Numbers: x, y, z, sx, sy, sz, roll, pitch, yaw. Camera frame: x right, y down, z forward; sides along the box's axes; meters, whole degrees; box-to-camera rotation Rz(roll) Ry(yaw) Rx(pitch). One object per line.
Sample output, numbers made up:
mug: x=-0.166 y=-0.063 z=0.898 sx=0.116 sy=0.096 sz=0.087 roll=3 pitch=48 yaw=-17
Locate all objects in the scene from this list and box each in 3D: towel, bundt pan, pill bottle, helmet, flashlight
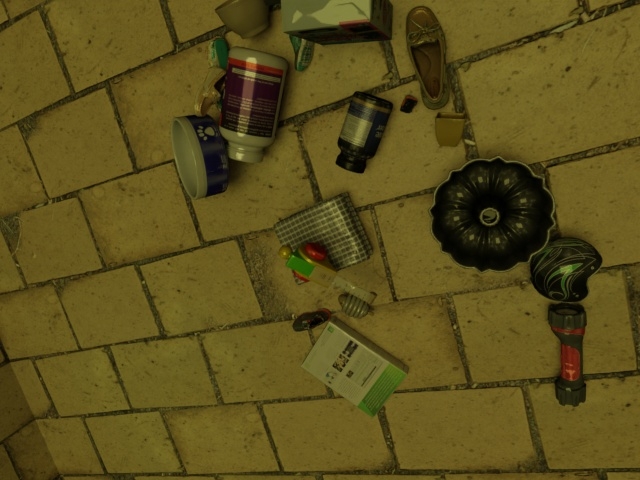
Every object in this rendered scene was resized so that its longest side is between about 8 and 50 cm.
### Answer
towel: x=0.000 y=0.000 z=1.469 sx=0.283 sy=0.121 sz=0.235 roll=-23 pitch=96 yaw=24
bundt pan: x=0.479 y=-0.081 z=1.278 sx=0.330 sy=0.124 sz=0.331 roll=6 pitch=108 yaw=18
pill bottle: x=0.122 y=-0.318 z=1.335 sx=0.122 sy=0.123 sz=0.219 roll=24 pitch=112 yaw=11
helmet: x=0.669 y=0.071 z=1.235 sx=0.169 sy=0.169 sz=0.162 roll=4 pitch=123 yaw=18
pill bottle: x=-0.213 y=-0.414 z=1.391 sx=0.181 sy=0.181 sz=0.323 roll=18 pitch=110 yaw=14
flashlight: x=0.726 y=0.339 z=1.323 sx=0.103 sy=0.103 sz=0.304 roll=-3 pitch=104 yaw=19

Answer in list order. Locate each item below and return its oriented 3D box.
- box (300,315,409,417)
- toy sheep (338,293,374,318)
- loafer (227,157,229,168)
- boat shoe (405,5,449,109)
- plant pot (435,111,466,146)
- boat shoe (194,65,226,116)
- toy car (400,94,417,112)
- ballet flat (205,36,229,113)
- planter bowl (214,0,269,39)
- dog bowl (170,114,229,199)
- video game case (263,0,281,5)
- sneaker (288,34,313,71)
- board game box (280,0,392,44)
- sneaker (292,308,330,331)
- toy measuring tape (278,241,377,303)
box: x=0.116 y=0.448 z=1.594 sx=0.322 sy=0.058 sz=0.232 roll=34 pitch=113 yaw=9
toy sheep: x=0.120 y=0.218 z=1.512 sx=0.132 sy=0.091 sz=0.091 roll=25 pitch=112 yaw=5
loafer: x=-0.338 y=-0.238 z=1.569 sx=0.045 sy=0.039 sz=0.125 roll=37 pitch=115 yaw=43
boat shoe: x=0.295 y=-0.505 z=1.222 sx=0.104 sy=0.089 sz=0.286 roll=-15 pitch=89 yaw=18
plant pot: x=0.367 y=-0.313 z=1.277 sx=0.081 sy=0.081 sz=0.083 roll=7 pitch=120 yaw=17
boat shoe: x=-0.331 y=-0.453 z=1.376 sx=0.059 sy=0.063 sz=0.170 roll=20 pitch=83 yaw=14
toy car: x=0.294 y=-0.401 z=1.309 sx=0.121 sy=0.060 sz=0.041 roll=2 pitch=62 yaw=2
ballet flat: x=-0.326 y=-0.531 z=1.464 sx=0.077 sy=0.091 sz=0.241 roll=10 pitch=107 yaw=48
planter bowl: x=-0.218 y=-0.674 z=1.344 sx=0.162 sy=0.162 sz=0.109 roll=-14 pitch=126 yaw=22
dog bowl: x=-0.393 y=-0.271 z=1.459 sx=0.265 sy=0.104 sz=0.265 roll=40 pitch=139 yaw=47
video game case: x=-0.004 y=-0.750 z=1.221 sx=0.274 sy=0.035 sz=0.249 roll=3 pitch=65 yaw=18
sneaker: x=-0.063 y=-0.600 z=1.361 sx=0.076 sy=0.065 sz=0.167 roll=20 pitch=108 yaw=30
board game box: x=0.056 y=-0.586 z=1.180 sx=0.223 sy=0.303 sz=0.098 roll=4 pitch=108 yaw=18
sneaker: x=-0.042 y=0.288 z=1.596 sx=0.157 sy=0.065 sz=0.061 roll=-29 pitch=94 yaw=24
toy measuring tape: x=0.022 y=0.091 z=1.387 sx=0.330 sy=0.121 sz=0.121 roll=26 pitch=114 yaw=-12
